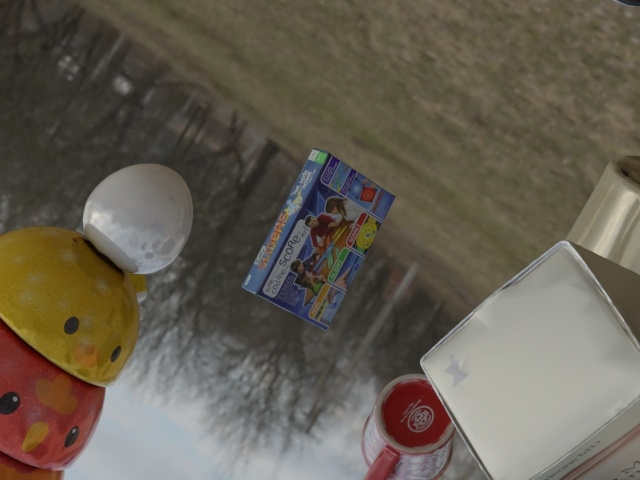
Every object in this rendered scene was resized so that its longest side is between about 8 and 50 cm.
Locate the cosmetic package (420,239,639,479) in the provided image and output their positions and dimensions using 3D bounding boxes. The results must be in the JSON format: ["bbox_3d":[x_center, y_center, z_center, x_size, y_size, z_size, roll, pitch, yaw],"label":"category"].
[{"bbox_3d":[0.232,0.118,0.949,0.296,0.153,0.129,18,-144,-51],"label":"cosmetic package"}]

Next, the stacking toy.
[{"bbox_3d":[-0.323,0.100,1.315,0.350,0.480,0.350,41,-175,-4],"label":"stacking toy"}]

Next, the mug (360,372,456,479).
[{"bbox_3d":[0.103,0.235,1.375,0.113,0.150,0.169,7,159,2],"label":"mug"}]

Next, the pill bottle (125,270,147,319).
[{"bbox_3d":[-0.272,0.052,1.643,0.065,0.116,0.065,-6,-175,1],"label":"pill bottle"}]

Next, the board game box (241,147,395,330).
[{"bbox_3d":[0.000,0.000,1.540,0.136,0.201,0.035,31,175,-39],"label":"board game box"}]

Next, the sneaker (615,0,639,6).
[{"bbox_3d":[0.365,-0.277,1.239,0.224,0.083,0.098,9,-156,-28],"label":"sneaker"}]

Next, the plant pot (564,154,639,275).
[{"bbox_3d":[0.486,0.051,1.802,0.334,0.305,0.334,15,-157,-6],"label":"plant pot"}]
